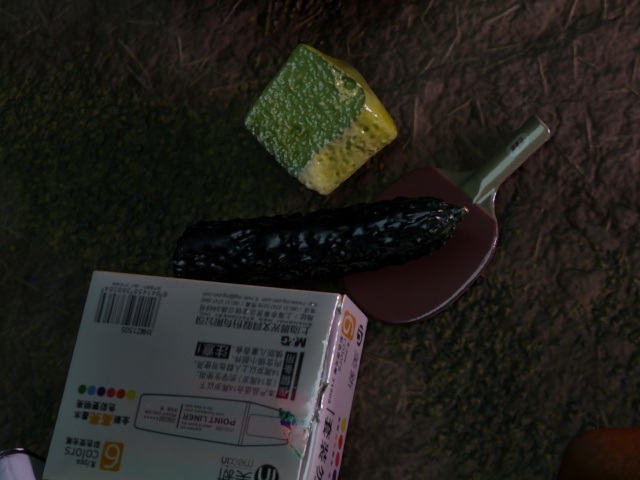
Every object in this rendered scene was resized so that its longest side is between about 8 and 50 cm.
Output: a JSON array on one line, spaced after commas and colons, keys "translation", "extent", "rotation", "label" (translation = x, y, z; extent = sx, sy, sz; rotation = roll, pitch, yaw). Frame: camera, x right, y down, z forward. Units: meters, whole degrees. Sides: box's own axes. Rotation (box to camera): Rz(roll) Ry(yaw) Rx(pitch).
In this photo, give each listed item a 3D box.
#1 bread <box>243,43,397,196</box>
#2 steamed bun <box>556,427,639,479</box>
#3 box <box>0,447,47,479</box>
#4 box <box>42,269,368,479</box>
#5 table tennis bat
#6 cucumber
[{"translation": [0.003, -0.115, 1.567], "extent": [0.114, 0.111, 0.129], "rotation": [-45, 63, 4], "label": "bread"}, {"translation": [0.334, 0.268, 1.171], "extent": [0.379, 0.248, 0.235], "rotation": [12, 96, 26], "label": "steamed bun"}, {"translation": [-0.283, 0.387, 1.479], "extent": [0.190, 0.112, 0.370], "rotation": [-28, 60, 9], "label": "box"}, {"translation": [-0.106, 0.149, 1.512], "extent": [0.273, 0.091, 0.221], "rotation": [6, 73, 23], "label": "box"}, {"translation": [0.123, -0.024, 1.536], "extent": [0.246, 0.022, 0.138], "rotation": [-43, 60, 3], "label": "table tennis bat"}, {"translation": [0.000, 0.002, 1.529], "extent": [0.300, 0.072, 0.072], "rotation": [-6, 67, 26], "label": "cucumber"}]
